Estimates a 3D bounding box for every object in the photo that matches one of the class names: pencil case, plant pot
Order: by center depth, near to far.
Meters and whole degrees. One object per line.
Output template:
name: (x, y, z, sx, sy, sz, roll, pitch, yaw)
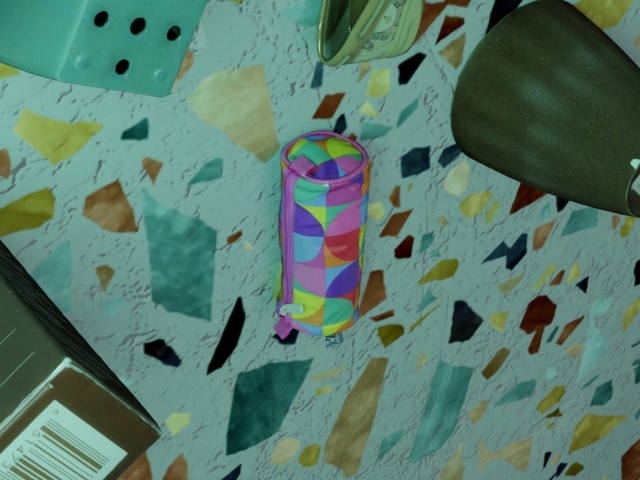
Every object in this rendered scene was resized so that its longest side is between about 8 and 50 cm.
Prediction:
plant pot: (-0.199, -0.211, 1.119, 0.165, 0.234, 0.165, 5, 118, -45)
pencil case: (0.000, 0.000, 1.588, 0.104, 0.104, 0.236, -21, 132, -30)
plant pot: (0.302, -0.128, 1.657, 0.215, 0.230, 0.215, -24, 135, -26)

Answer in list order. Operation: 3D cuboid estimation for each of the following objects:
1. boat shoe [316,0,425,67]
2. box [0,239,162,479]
boat shoe: (0.057, -0.290, 1.395, 0.089, 0.104, 0.285, -22, 135, -33)
box: (-0.311, 0.079, 1.136, 0.191, 0.381, 0.143, -46, 139, -5)
